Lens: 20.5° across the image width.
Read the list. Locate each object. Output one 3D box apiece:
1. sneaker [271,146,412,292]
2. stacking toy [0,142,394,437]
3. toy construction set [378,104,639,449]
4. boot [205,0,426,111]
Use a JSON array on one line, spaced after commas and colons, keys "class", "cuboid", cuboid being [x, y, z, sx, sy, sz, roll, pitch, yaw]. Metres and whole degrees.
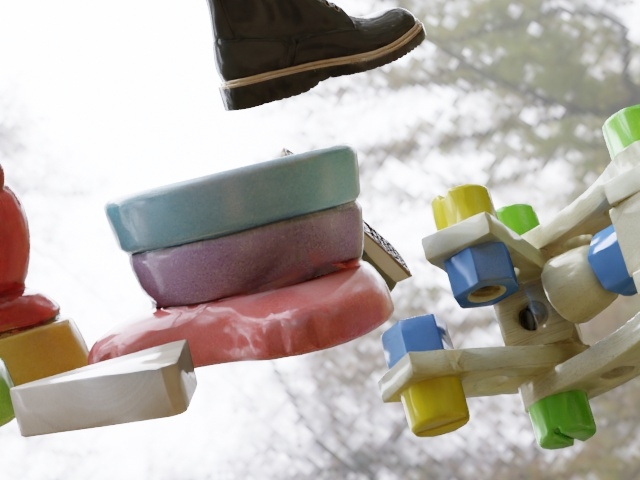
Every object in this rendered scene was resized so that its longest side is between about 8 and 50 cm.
[{"class": "sneaker", "cuboid": [0.000, 0.000, 1.755, 0.086, 0.064, 0.192, -42, -66, 10]}, {"class": "stacking toy", "cuboid": [-0.137, 0.013, 0.862, 0.279, 0.309, 0.130, -22, -81, -70]}, {"class": "toy construction set", "cuboid": [0.192, 0.023, 0.888, 0.215, 0.151, 0.328, -31, -15, 31]}, {"class": "boot", "cuboid": [-0.008, -0.196, 1.428, 0.198, 0.077, 0.137, -24, -76, -37]}]
